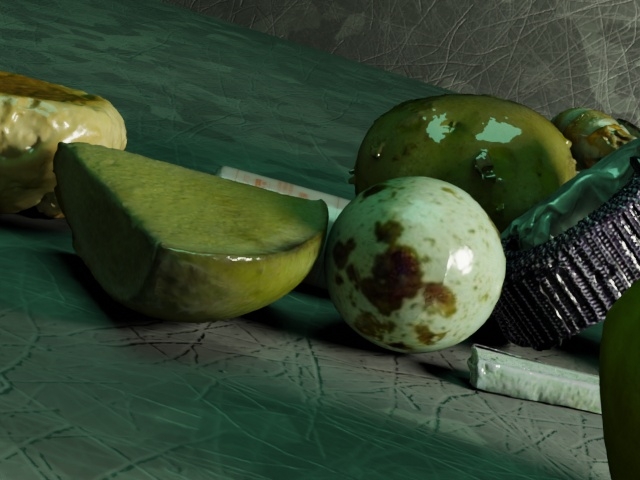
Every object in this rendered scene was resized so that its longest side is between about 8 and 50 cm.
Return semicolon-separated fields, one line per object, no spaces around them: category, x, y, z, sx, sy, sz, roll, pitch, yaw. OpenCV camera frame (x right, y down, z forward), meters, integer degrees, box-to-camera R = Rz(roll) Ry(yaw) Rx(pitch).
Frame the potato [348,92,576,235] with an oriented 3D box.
potato;0.200;-0.072;1.836;0.270;0.219;0.359;11;8;24

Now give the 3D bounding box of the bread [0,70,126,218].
bread;-0.324;-0.101;1.538;0.244;0.134;0.244;12;13;-3

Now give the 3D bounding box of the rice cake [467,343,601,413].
rice cake;0.237;0.138;1.398;0.211;0.034;0.043;13;16;-14

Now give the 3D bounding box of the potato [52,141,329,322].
potato;-0.133;0.015;1.324;0.269;0.112;0.255;12;17;-3

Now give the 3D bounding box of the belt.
belt;0.303;-0.016;1.550;0.122;0.325;0.260;53;-16;-7

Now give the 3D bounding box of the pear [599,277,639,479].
pear;0.342;0.139;1.065;0.269;0.269;0.321;5;30;-40

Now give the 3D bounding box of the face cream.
face cream;0.000;0.000;1.557;0.252;0.101;0.101;15;13;-2

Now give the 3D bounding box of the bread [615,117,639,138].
bread;0.571;-0.012;2.034;0.405;0.242;0.346;6;16;-21

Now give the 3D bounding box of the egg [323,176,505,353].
egg;0.095;0.024;1.419;0.169;0.169;0.231;20;4;19

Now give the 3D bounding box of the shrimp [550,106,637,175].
shrimp;0.350;-0.074;1.925;0.068;0.287;0.185;-20;50;-9
